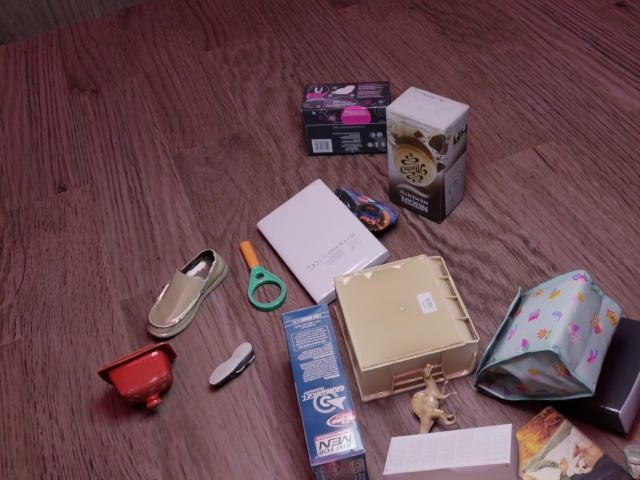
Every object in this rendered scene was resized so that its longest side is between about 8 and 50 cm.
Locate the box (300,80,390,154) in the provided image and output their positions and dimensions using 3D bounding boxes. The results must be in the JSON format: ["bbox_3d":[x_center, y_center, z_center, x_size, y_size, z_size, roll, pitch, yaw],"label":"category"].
[{"bbox_3d":[0.081,-0.351,2.029,0.247,0.163,0.142,0,44,9],"label":"box"}]

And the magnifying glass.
[{"bbox_3d":[-0.154,0.085,1.761,0.092,0.026,0.231,-21,47,-10],"label":"magnifying glass"}]

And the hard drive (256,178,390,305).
[{"bbox_3d":[0.000,0.000,1.774,0.210,0.040,0.319,-36,51,-5],"label":"hard drive"}]

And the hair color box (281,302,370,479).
[{"bbox_3d":[0.008,0.318,1.415,0.105,0.174,0.347,-14,47,-2],"label":"hair color box"}]

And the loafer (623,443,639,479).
[{"bbox_3d":[0.579,0.404,1.295,0.045,0.125,0.039,0,87,26],"label":"loafer"}]

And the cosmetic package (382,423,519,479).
[{"bbox_3d":[0.242,0.407,1.306,0.239,0.060,0.099,-14,22,24],"label":"cosmetic package"}]

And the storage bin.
[{"bbox_3d":[0.180,0.182,1.548,0.260,0.123,0.262,-13,46,-4],"label":"storage bin"}]

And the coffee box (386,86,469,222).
[{"bbox_3d":[0.267,-0.212,1.776,0.168,0.297,0.119,26,53,31],"label":"coffee box"}]

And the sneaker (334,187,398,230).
[{"bbox_3d":[0.113,-0.078,1.838,0.087,0.083,0.221,-2,24,-42],"label":"sneaker"}]

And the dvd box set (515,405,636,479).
[{"bbox_3d":[0.372,0.522,1.240,0.420,0.062,0.307,-32,49,-19],"label":"dvd box set"}]

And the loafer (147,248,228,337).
[{"bbox_3d":[-0.330,0.118,1.714,0.102,0.092,0.268,18,53,24],"label":"loafer"}]

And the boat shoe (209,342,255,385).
[{"bbox_3d":[-0.195,0.283,1.576,0.046,0.038,0.125,9,46,43],"label":"boat shoe"}]

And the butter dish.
[{"bbox_3d":[-0.379,0.307,1.531,0.159,0.160,0.118,-22,71,-11],"label":"butter dish"}]

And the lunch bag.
[{"bbox_3d":[0.437,0.202,1.422,0.160,0.262,0.223,45,56,-11],"label":"lunch bag"}]

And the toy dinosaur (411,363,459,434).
[{"bbox_3d":[0.230,0.347,1.434,0.092,0.053,0.183,8,78,8],"label":"toy dinosaur"}]

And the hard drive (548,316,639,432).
[{"bbox_3d":[0.582,0.255,1.443,0.172,0.054,0.255,13,51,33],"label":"hard drive"}]
